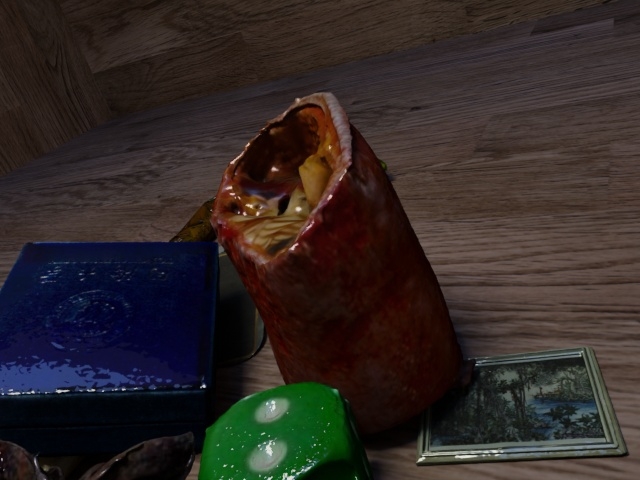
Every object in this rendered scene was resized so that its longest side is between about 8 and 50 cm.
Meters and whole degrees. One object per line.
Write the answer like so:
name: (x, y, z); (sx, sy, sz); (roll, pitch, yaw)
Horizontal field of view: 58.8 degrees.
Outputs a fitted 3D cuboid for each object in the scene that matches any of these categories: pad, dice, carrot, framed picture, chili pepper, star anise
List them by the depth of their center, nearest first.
dice: (-0.023, 0.207, 0.486); (0.131, 0.128, 0.120); (-20, 24, 3)
star anise: (-0.221, 0.267, 0.521); (0.283, 0.129, 0.212); (-11, 32, -2)
framed picture: (0.188, 0.160, 0.569); (0.183, 0.011, 0.142); (-10, 27, 18)
chili pepper: (0.001, 0.036, 0.602); (0.229, 0.305, 0.251); (-20, 32, 18)
pad: (-0.270, 0.085, 0.895); (0.376, 0.063, 0.314); (-15, 39, 8)
carrot: (-0.243, -0.030, 1.188); (0.069, 0.068, 0.228); (-5, 30, 27)

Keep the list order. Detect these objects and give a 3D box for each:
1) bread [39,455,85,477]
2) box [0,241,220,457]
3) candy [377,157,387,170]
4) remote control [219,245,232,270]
bread: (-0.336, 0.241, 0.690); (0.125, 0.082, 0.106); (11, 45, 17)
box: (-0.261, 0.116, 0.708); (0.262, 0.116, 0.279); (-1, 33, -8)
candy: (0.004, -0.111, 1.167); (0.247, 0.069, 0.149); (-23, 30, -20)
remote control: (-0.107, 0.013, 1.009); (0.190, 0.029, 0.087); (-21, 28, -21)
